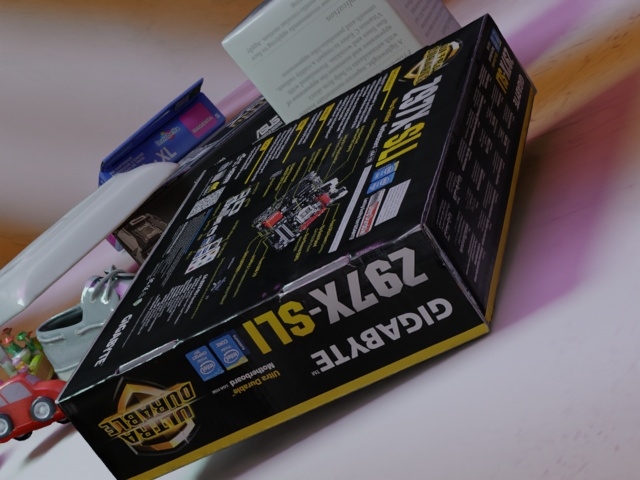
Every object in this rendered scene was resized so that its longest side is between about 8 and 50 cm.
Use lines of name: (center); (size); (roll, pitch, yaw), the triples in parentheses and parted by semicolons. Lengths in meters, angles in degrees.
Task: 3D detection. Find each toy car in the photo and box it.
toy car: (-0.348, 0.174, 1.209); (0.239, 0.053, 0.225); (-30, -16, 38)

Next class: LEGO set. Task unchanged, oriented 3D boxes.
LEGO set: (-0.354, 0.146, 1.447); (0.132, 0.107, 0.287); (-30, 14, 37)

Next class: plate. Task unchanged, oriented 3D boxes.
plate: (-0.318, 0.018, 1.621); (0.277, 0.045, 0.278); (-27, 16, 52)

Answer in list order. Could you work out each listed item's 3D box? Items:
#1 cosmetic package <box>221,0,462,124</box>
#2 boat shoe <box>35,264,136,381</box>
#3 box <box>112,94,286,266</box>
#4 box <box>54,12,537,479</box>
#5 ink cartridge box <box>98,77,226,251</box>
cosmetic package: (0.037, -0.173, 1.285); (0.151, 0.183, 0.151); (-34, 12, 24)
boat shoe: (-0.197, 0.070, 1.315); (0.227, 0.081, 0.079); (-29, 14, 41)
box: (-0.122, -0.086, 1.720); (0.307, 0.076, 0.242); (-40, 10, -6)
box: (-0.001, -0.004, 0.886); (0.257, 0.079, 0.322); (-25, 20, 24)
ink cartridge box: (-0.225, -0.098, 1.935); (0.186, 0.065, 0.311); (-41, -8, -18)
